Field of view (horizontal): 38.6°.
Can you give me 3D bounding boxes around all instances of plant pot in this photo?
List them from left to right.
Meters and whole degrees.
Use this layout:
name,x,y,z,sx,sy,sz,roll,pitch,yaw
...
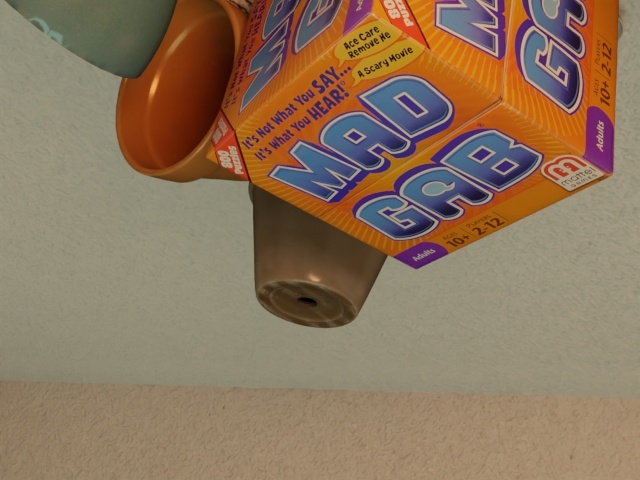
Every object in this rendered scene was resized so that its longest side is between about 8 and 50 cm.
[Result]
name,x,y,z,sx,sy,sz,roll,pitch,yaw
plant pot,-0.295,-0.385,1.213,0.290,0.290,0.195,34,107,-33
plant pot,-0.153,-0.213,1.431,0.291,0.291,0.203,-17,155,40
plant pot,0.000,0.000,1.709,0.323,0.280,0.323,9,151,5

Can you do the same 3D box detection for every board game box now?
name,x,y,z,sx,sy,sz,roll,pitch,yaw
board game box,0.126,-0.236,1.181,0.356,0.356,0.356,27,146,-24

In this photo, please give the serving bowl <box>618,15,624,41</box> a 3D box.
name,x,y,z,sx,sy,sz,roll,pitch,yaw
serving bowl,0.387,-0.306,1.297,0.083,0.027,0.083,10,150,6
